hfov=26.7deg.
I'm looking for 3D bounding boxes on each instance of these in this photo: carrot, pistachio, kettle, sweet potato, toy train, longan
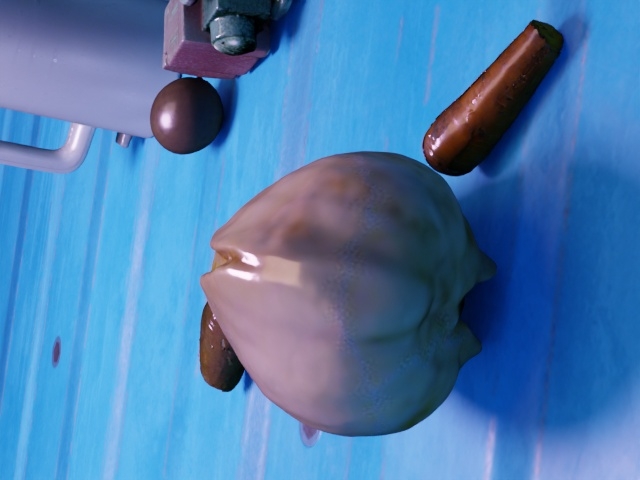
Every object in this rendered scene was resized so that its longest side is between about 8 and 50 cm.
[{"bbox_3d":[0.143,-0.115,1.115,0.161,0.055,0.055,-48,40,38],"label":"carrot"},{"bbox_3d":[0.022,0.039,1.100,0.321,0.238,0.229,-165,90,-84],"label":"pistachio"},{"bbox_3d":[-0.387,-0.253,1.939,0.265,0.318,0.205,-55,37,40],"label":"kettle"},{"bbox_3d":[-0.086,0.061,1.498,0.244,0.077,0.077,-68,29,27],"label":"sweet potato"},{"bbox_3d":[-0.119,-0.353,1.626,0.221,0.150,0.304,147,126,-65],"label":"toy train"},{"bbox_3d":[-0.169,-0.163,1.723,0.113,0.092,0.113,-160,90,-87],"label":"longan"}]
